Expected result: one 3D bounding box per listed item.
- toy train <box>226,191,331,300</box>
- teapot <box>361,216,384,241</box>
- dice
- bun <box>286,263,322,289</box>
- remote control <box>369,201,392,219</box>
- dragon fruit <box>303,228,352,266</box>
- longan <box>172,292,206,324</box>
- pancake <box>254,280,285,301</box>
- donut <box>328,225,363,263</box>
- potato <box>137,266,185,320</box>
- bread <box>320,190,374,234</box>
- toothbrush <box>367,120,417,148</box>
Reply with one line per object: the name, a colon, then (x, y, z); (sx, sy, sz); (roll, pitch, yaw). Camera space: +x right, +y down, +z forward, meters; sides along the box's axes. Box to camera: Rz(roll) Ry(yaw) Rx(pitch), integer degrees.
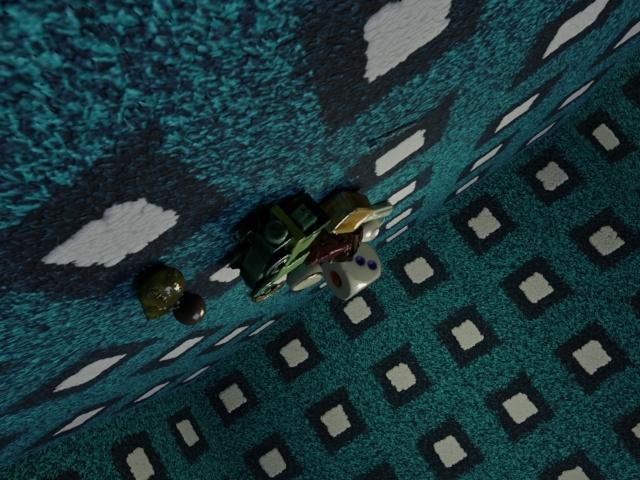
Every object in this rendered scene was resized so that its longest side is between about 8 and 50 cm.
toy train: (-0.126, 0.019, 1.237); (0.253, 0.160, 0.397); (-36, 171, -29)
teapot: (0.236, -0.061, 2.047); (0.226, 0.092, 0.145); (-36, 155, -29)
dice: (0.172, 0.160, 2.372); (0.251, 0.259, 0.243); (-29, 169, -32)
bun: (-0.082, 0.147, 1.944); (0.173, 0.119, 0.172); (-26, 164, -8)
remote control: (0.254, -0.128, 1.937); (0.230, 0.049, 0.090); (-18, 158, -50)
dragon fruit: (0.000, 0.000, 1.572); (0.211, 0.146, 0.282); (-32, 169, 37)
longan: (-0.423, 0.216, 1.356); (0.106, 0.106, 0.119); (-37, 127, 9)
pancake: (-0.260, 0.265, 2.178); (0.191, 0.020, 0.184); (-37, 167, 13)
donut: (0.125, 0.018, 1.946); (0.126, 0.144, 0.186); (-46, 145, -50)
potato: (-0.404, 0.137, 1.076); (0.117, 0.090, 0.225); (-26, 165, -36)
bread: (0.085, -0.099, 1.440); (0.136, 0.107, 0.241); (-42, 167, 22)
toothbrush: (0.205, -0.299, 1.186); (0.193, 0.019, 0.013); (-31, 167, -25)
